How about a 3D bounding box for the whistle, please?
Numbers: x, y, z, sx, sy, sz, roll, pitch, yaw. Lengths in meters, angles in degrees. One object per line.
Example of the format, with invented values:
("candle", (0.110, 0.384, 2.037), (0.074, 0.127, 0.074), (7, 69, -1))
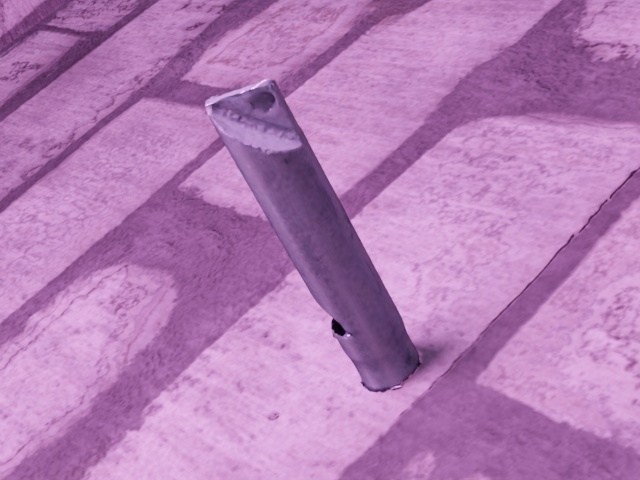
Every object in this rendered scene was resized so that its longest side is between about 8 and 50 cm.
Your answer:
("whistle", (0.000, 0.000, 1.029), (0.062, 0.312, 0.062), (-19, 34, 14))
